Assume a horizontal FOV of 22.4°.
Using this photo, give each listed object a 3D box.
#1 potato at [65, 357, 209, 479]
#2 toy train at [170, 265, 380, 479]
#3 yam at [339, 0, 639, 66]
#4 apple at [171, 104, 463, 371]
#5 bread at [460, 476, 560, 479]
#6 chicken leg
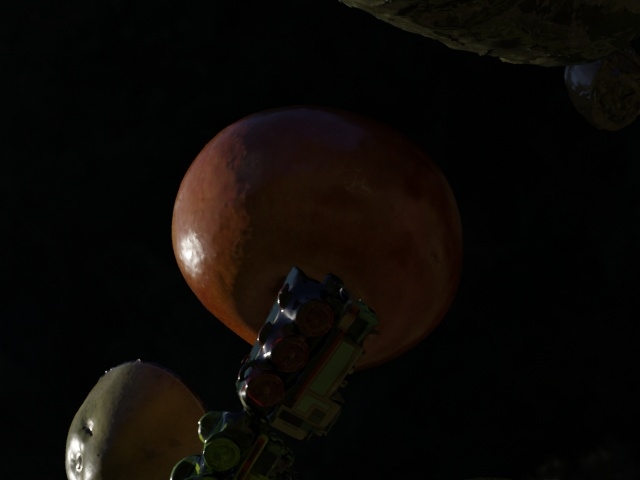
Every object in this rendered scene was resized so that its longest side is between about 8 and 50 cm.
[{"bbox_3d":[-0.202,0.234,1.709,0.117,0.182,0.202,-39,1,-41],"label":"potato"},{"bbox_3d":[-0.043,0.134,1.122,0.250,0.085,0.053,-59,20,11],"label":"toy train"},{"bbox_3d":[0.101,-0.197,1.077,0.254,0.154,0.154,6,-42,-43],"label":"yam"},{"bbox_3d":[0.000,0.000,1.503,0.251,0.272,0.206,-24,33,41],"label":"apple"},{"bbox_3d":[0.114,0.198,1.018,0.156,0.110,0.103,-36,-50,-5],"label":"bread"},{"bbox_3d":[0.255,-0.154,1.444,0.069,0.085,0.198,-43,11,24],"label":"chicken leg"}]
